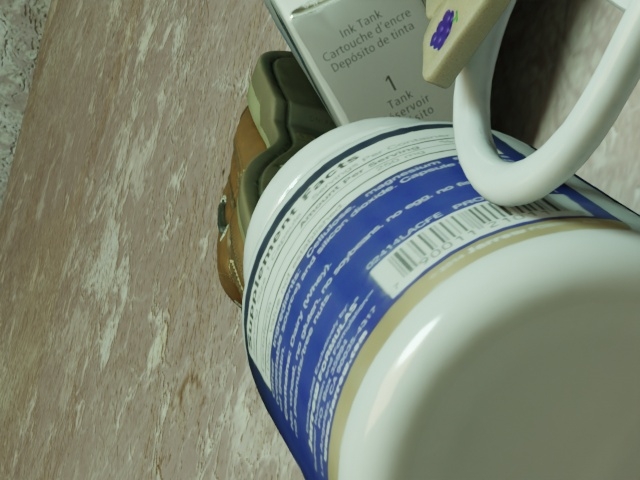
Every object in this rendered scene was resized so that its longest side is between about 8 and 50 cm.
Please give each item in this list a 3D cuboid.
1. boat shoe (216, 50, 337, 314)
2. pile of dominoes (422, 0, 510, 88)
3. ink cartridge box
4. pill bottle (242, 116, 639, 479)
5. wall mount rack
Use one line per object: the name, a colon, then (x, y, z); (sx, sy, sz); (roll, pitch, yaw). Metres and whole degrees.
boat shoe: (0.000, 0.000, 1.017); (0.307, 0.111, 0.104); (-89, 16, -66)
pile of dominoes: (0.079, -0.199, 0.595); (0.196, 0.040, 0.251); (-87, 23, -43)
ink cartridge box: (-0.019, -0.174, 0.962); (0.066, 0.261, 0.296); (-29, 30, 0)
pill bottle: (0.055, 0.040, 0.699); (0.264, 0.153, 0.153); (-128, 56, -71)
wall mount rack: (0.153, -0.173, 0.625); (0.350, 0.130, 0.304); (-66, 21, 16)
